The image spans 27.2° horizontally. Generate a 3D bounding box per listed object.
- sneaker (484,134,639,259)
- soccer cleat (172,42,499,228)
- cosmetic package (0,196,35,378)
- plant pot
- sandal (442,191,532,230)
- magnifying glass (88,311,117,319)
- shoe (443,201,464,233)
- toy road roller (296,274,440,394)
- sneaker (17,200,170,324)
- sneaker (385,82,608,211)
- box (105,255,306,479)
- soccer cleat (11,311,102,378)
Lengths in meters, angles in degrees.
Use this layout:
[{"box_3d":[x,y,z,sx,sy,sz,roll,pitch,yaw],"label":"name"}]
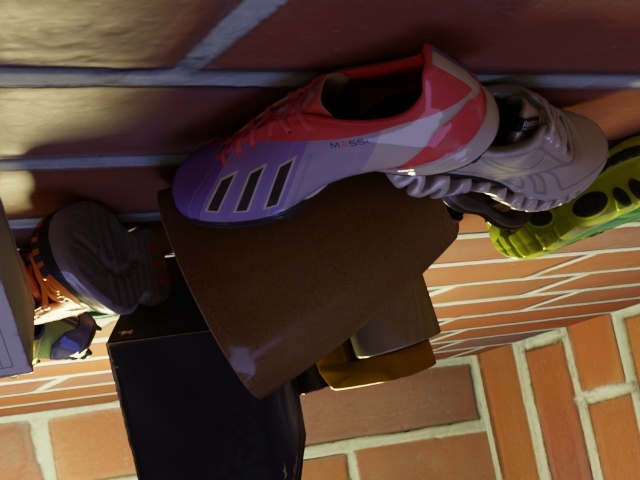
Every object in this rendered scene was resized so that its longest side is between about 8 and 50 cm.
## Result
[{"box_3d":[0.336,-0.044,1.657,0.296,0.109,0.124,-20,162,40],"label":"sneaker"},{"box_3d":[-0.010,-0.094,1.148,0.318,0.108,0.116,-13,147,27],"label":"soccer cleat"},{"box_3d":[-0.446,0.066,1.281,0.310,0.113,0.160,-10,128,-4],"label":"cosmetic package"},{"box_3d":[0.000,0.000,1.343,0.254,0.237,0.237,-27,168,3],"label":"plant pot"},{"box_3d":[0.196,-0.068,1.528,0.060,0.090,0.219,-40,150,23],"label":"sandal"},{"box_3d":[-0.317,0.088,1.942,0.092,0.026,0.231,-8,171,-11],"label":"magnifying glass"},{"box_3d":[0.153,-0.031,1.665,0.081,0.063,0.178,-11,166,29],"label":"shoe"},{"box_3d":[0.072,0.077,1.827,0.241,0.202,0.329,-18,180,-35],"label":"toy road roller"},{"box_3d":[-0.292,0.044,1.467,0.180,0.124,0.321,-13,169,8],"label":"sneaker"},{"box_3d":[0.193,-0.097,1.288,0.292,0.110,0.118,-2,157,-40],"label":"sneaker"},{"box_3d":[-0.130,0.193,1.659,0.183,0.294,0.296,-9,-162,5],"label":"box"},{"box_3d":[-0.447,0.137,1.971,0.289,0.093,0.121,-15,139,43],"label":"soccer cleat"}]
